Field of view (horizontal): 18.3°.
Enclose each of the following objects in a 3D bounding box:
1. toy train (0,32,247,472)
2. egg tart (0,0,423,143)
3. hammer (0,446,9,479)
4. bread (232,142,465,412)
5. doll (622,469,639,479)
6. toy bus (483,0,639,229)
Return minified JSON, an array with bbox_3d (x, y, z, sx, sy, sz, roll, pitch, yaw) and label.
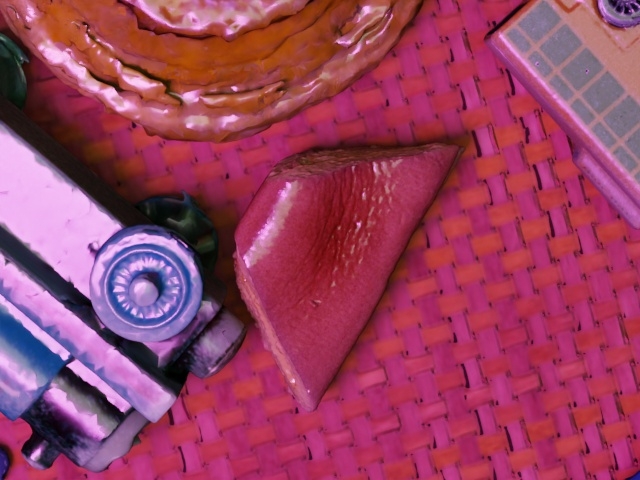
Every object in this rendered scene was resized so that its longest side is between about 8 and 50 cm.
[{"bbox_3d":[-0.196,0.008,1.196,0.298,0.120,0.194,40,100,-5],"label":"toy train"},{"bbox_3d":[-0.060,-0.198,1.173,0.294,0.123,0.294,0,95,-4],"label":"egg tart"},{"bbox_3d":[-0.284,0.109,1.229,0.194,0.069,0.116,23,94,-12],"label":"hammer"},{"bbox_3d":[0.000,0.000,1.216,0.119,0.067,0.192,31,92,-29],"label":"bread"},{"bbox_3d":[0.337,0.226,1.169,0.310,0.240,0.284,18,66,-9],"label":"doll"},{"bbox_3d":[0.189,-0.085,1.208,0.103,0.091,0.182,-42,94,4],"label":"toy bus"}]
